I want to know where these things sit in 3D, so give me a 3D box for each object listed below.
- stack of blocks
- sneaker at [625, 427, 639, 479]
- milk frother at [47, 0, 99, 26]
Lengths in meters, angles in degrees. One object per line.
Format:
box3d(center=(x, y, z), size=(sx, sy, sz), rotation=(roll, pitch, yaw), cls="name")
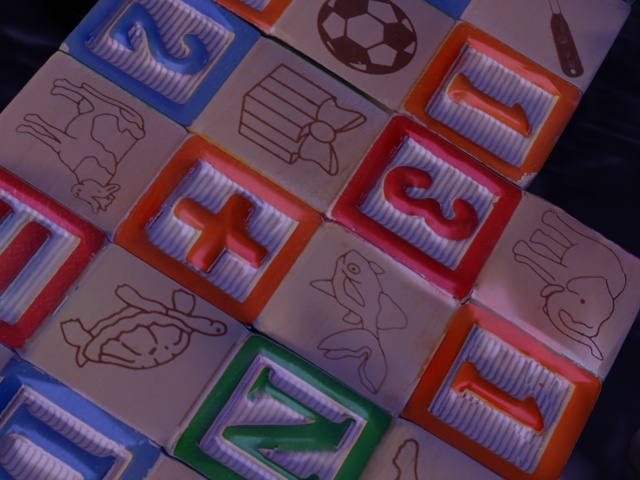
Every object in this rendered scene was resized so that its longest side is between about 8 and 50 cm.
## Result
box3d(center=(0.000, 0.000, 0.519), size=(0.171, 0.087, 0.297), rotation=(31, 54, 2), cls="stack of blocks")
box3d(center=(0.101, 0.134, 0.488), size=(0.083, 0.070, 0.185), rotation=(19, 48, 4), cls="sneaker")
box3d(center=(-0.050, -0.155, 0.608), size=(0.134, 0.129, 0.143), rotation=(-17, 109, -27), cls="milk frother")
